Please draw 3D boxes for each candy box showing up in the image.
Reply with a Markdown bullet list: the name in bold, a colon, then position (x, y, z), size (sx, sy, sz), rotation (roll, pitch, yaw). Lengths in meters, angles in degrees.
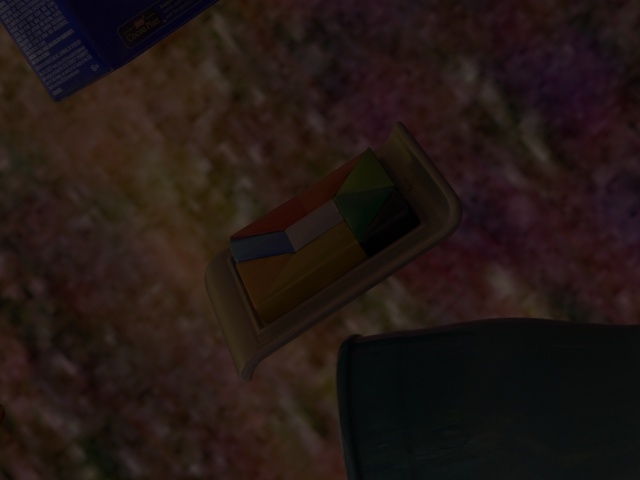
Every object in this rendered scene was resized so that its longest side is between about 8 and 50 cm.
- **candy box**: position (-0.214, -0.328, 1.779), size (0.122, 0.268, 0.317), rotation (-21, 105, 51)

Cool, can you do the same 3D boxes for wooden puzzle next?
- **wooden puzzle**: position (0.000, 0.000, 1.715), size (0.044, 0.239, 0.221), rotation (50, -175, -25)

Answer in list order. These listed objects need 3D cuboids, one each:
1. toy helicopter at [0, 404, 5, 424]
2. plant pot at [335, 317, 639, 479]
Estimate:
- **toy helicopter**: position (-0.351, 0.075, 1.331), size (0.235, 0.140, 0.355), rotation (46, 155, -12)
- **plant pot**: position (0.173, 0.177, 1.564), size (0.272, 0.255, 0.271), rotation (-15, -90, -78)
